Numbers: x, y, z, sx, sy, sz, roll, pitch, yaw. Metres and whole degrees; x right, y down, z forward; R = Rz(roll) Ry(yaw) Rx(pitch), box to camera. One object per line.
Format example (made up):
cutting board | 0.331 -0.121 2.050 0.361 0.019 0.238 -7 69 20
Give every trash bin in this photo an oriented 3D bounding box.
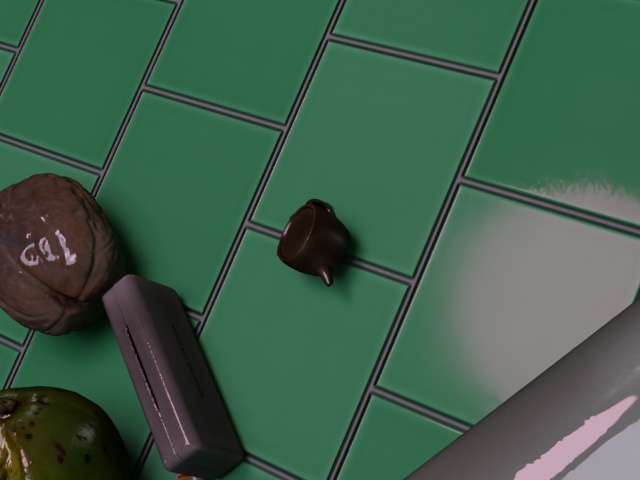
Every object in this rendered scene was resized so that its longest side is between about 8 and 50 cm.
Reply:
trash bin | 0.237 0.245 1.199 0.432 0.280 0.280 -42 56 8

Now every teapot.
teapot | 0.000 0.000 1.562 0.076 0.068 0.121 -42 31 36

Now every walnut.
walnut | -0.336 0.011 1.705 0.178 0.178 0.230 -41 50 12

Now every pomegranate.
pomegranate | -0.319 0.314 1.568 0.236 0.236 0.302 -8 102 29

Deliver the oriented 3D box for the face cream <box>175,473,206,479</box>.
face cream | -0.147 0.300 1.563 0.040 0.021 0.083 -13 66 28

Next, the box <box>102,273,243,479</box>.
box | -0.171 0.154 1.581 0.055 0.103 0.244 -39 57 19
